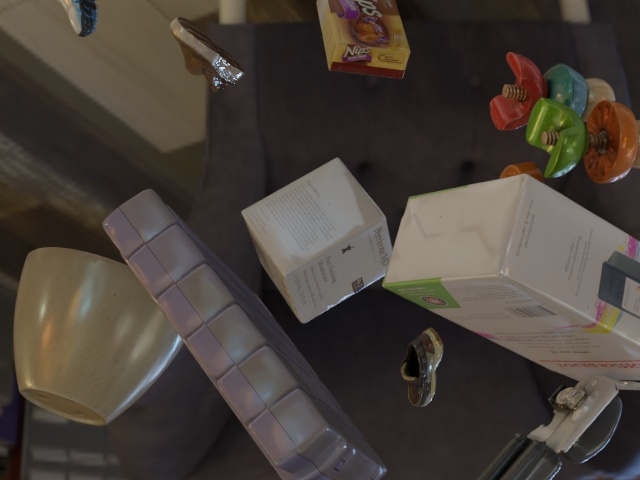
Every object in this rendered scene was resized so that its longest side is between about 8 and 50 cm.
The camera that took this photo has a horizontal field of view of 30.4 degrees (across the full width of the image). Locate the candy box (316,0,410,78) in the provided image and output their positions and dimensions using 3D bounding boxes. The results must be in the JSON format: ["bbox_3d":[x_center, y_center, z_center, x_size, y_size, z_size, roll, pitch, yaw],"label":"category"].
[{"bbox_3d":[0.059,-0.309,1.697,0.109,0.187,0.053,6,132,-12],"label":"candy box"}]

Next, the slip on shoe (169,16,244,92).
[{"bbox_3d":[-0.128,-0.195,1.258,0.041,0.051,0.135,-40,161,9],"label":"slip on shoe"}]

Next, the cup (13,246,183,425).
[{"bbox_3d":[-0.421,0.194,2.132,0.331,0.237,0.331,16,157,7],"label":"cup"}]

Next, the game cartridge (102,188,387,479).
[{"bbox_3d":[-0.046,0.107,0.963,0.068,0.230,0.355,-34,161,-1],"label":"game cartridge"}]

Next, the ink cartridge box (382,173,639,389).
[{"bbox_3d":[0.275,0.060,1.328,0.353,0.119,0.207,27,161,-29],"label":"ink cartridge box"}]

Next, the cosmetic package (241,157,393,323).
[{"bbox_3d":[0.000,0.000,1.861,0.183,0.151,0.151,-30,146,-8],"label":"cosmetic package"}]

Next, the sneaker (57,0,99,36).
[{"bbox_3d":[-0.374,-0.367,1.658,0.082,0.191,0.071,-23,169,9],"label":"sneaker"}]

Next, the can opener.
[{"bbox_3d":[0.247,0.261,1.338,0.093,0.280,0.074,52,165,-15],"label":"can opener"}]

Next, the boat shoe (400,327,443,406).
[{"bbox_3d":[0.138,0.186,1.698,0.049,0.056,0.152,-15,134,-22],"label":"boat shoe"}]

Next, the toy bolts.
[{"bbox_3d":[0.322,-0.124,1.520,0.158,0.229,0.218,3,134,-15],"label":"toy bolts"}]
